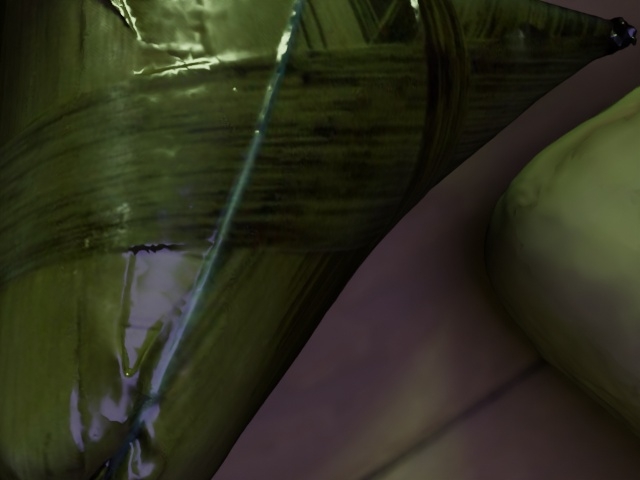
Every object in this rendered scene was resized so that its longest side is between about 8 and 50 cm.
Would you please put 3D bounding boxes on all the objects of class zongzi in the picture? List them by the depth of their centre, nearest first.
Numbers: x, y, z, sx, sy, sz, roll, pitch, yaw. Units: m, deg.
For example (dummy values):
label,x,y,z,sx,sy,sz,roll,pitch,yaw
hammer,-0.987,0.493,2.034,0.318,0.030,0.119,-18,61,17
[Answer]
label,x,y,z,sx,sy,sz,roll,pitch,yaw
zongzi,0.000,0.000,0.658,0.242,0.112,0.221,10,71,-22

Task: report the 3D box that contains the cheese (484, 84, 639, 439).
label,x,y,z,sx,sy,sz,roll,pitch,yaw
cheese,0.286,0.015,0.700,0.328,0.129,0.351,-44,83,-3
